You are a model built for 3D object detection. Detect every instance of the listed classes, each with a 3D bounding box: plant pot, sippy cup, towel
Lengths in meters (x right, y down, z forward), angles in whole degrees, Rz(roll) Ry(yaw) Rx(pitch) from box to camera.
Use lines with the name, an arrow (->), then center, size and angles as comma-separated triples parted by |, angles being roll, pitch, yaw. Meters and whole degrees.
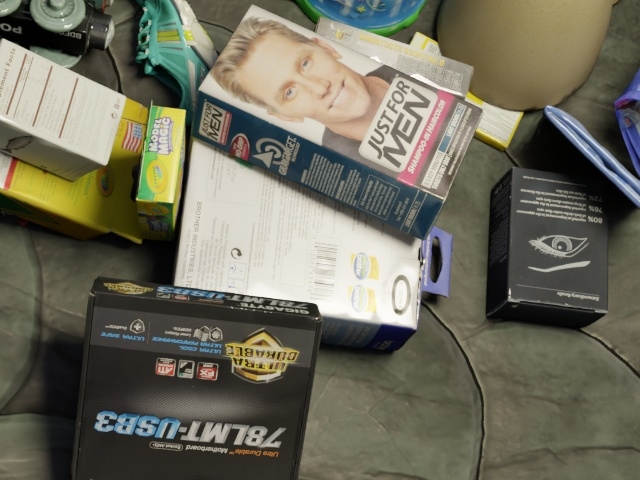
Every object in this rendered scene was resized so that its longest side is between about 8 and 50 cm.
plant pot -> 0.320, -0.355, 1.720 | 0.256, 0.274, 0.256 | 1, 76, -5
sippy cup -> 0.078, -0.451, 1.774 | 0.240, 0.224, 0.305 | 42, 70, 3
towel -> 0.402, -0.123, 1.719 | 0.209, 0.285, 0.034 | 45, 102, 6

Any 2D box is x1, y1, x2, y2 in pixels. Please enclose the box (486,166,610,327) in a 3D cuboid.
box -> 0.331, 0.013, 1.740 | 0.153, 0.108, 0.207 | 9, 72, -8

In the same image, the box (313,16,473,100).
box -> 0.083, -0.223, 1.726 | 0.231, 0.183, 0.056 | 17, 67, -4

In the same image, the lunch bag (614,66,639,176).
lunch bag -> 0.656, -0.178, 1.792 | 0.385, 0.239, 0.328 | 44, 68, -6

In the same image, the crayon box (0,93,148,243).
crayon box -> -0.375, -0.130, 1.626 | 0.318, 0.081, 0.202 | 24, 67, -30

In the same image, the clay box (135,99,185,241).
clay box -> -0.207, -0.088, 1.559 | 0.053, 0.222, 0.127 | 7, 75, -6

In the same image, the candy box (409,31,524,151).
candy box -> 0.214, -0.229, 1.835 | 0.206, 0.027, 0.105 | 28, 73, -1

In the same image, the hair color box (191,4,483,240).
hair color box -> 0.022, -0.158, 1.584 | 0.347, 0.105, 0.174 | 24, 57, 3

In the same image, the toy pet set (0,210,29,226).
toy pet set -> -0.432, -0.101, 1.658 | 0.114, 0.065, 0.122 | 25, 70, -2

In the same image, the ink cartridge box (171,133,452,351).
ink cartridge box -> 0.000, 0.000, 1.660 | 0.395, 0.151, 0.270 | 7, 71, -6

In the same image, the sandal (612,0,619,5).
sandal -> 0.392, -0.427, 1.910 | 0.219, 0.060, 0.090 | 13, 72, -6

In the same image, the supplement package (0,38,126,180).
supplement package -> -0.360, -0.163, 1.527 | 0.179, 0.105, 0.105 | 24, 68, -30

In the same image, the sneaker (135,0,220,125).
sneaker -> -0.224, -0.292, 1.739 | 0.110, 0.107, 0.275 | -30, 80, -8

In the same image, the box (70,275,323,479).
box -> -0.163, 0.209, 1.537 | 0.295, 0.073, 0.293 | 8, 104, -7

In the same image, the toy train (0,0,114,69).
toy train -> -0.452, -0.367, 1.704 | 0.334, 0.142, 0.190 | 11, 62, -7
